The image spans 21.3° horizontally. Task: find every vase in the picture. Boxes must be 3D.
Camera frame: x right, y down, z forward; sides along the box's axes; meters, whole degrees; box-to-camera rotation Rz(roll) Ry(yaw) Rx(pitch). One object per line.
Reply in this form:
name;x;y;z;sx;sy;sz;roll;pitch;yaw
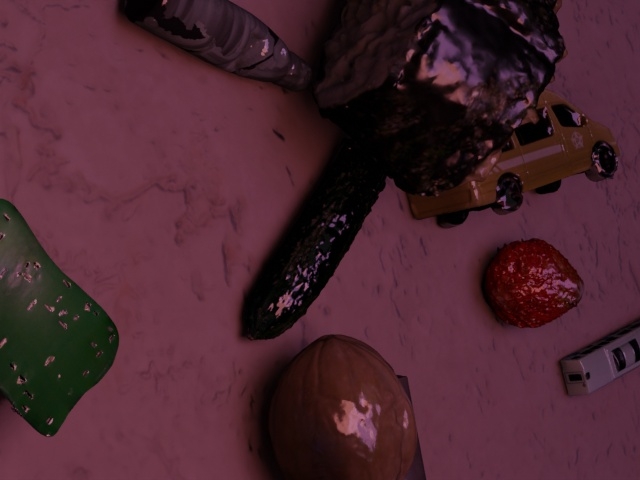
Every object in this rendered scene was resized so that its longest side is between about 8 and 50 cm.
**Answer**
vase;-0.084;-0.183;1.540;0.211;0.060;0.060;25;68;-45

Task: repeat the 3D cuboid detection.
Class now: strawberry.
strawberry;0.224;0.045;1.781;0.106;0.106;0.106;7;80;-43

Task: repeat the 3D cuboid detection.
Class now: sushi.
sushi;0.120;-0.209;1.619;0.171;0.211;0.350;36;41;-23

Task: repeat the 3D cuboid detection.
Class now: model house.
model house;-0.252;0.064;1.325;0.167;0.088;0.117;52;53;-28

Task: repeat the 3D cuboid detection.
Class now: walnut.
walnut;0.019;0.169;1.541;0.140;0.140;0.162;-30;95;-42

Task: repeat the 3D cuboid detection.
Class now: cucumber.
cucumber;0.001;-0.002;1.592;0.067;0.067;0.245;50;52;-27

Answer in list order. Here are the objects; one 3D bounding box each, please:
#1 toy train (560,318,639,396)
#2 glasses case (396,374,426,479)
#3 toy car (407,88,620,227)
toy train;0.348;0.121;1.923;0.207;0.047;0.043;-22;98;-42
glasses case;0.069;0.227;1.648;0.072;0.042;0.190;-13;93;-36
toy car;0.198;-0.096;1.770;0.257;0.101;0.124;-19;95;-42
